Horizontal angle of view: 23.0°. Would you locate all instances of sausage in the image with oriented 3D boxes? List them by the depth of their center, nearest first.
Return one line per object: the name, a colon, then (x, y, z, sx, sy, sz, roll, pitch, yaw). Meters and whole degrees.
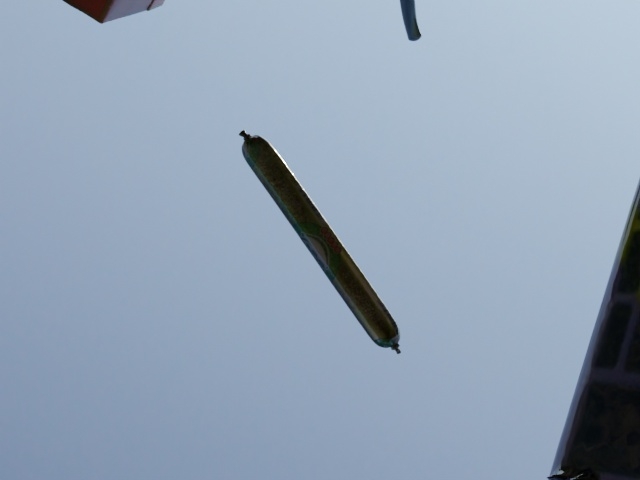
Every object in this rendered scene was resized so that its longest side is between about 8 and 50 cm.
sausage: (0.000, 0.000, 1.536, 0.033, 0.033, 0.269, -30, -98, -34)

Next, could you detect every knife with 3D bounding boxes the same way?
knife: (0.079, -0.292, 1.560, 0.015, 0.210, 0.028, -16, -147, -6)

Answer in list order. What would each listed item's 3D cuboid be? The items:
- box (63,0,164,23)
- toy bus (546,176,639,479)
box: (-0.170, -0.269, 1.480, 0.048, 0.112, 0.175, 31, -160, 4)
toy bus: (0.305, 0.005, 0.900, 0.209, 0.440, 0.249, 26, 166, -32)
